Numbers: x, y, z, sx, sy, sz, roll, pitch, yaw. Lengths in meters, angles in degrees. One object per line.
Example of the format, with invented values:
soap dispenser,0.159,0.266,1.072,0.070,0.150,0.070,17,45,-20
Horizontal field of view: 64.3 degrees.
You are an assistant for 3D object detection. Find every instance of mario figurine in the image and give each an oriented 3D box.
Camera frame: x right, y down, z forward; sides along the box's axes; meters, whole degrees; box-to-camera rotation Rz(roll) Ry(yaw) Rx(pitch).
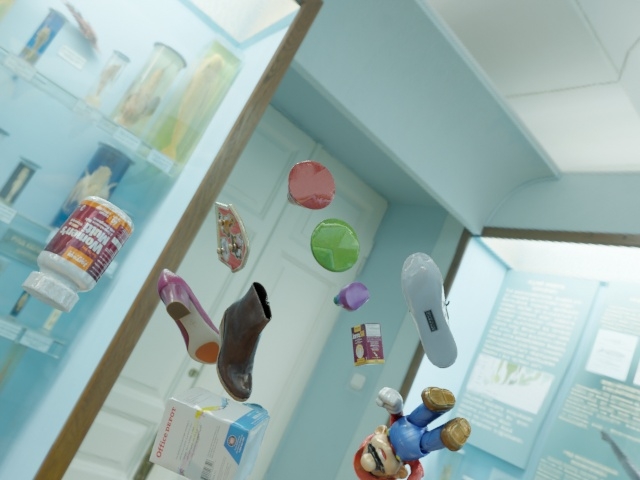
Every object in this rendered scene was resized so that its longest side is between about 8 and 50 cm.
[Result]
mario figurine,0.169,0.456,1.117,0.170,0.198,0.320,28,-53,-13

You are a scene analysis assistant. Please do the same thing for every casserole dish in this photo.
casserole dish,-0.265,0.654,1.834,0.114,0.037,0.188,26,-58,-14

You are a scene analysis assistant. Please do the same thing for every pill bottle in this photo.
pill bottle,-0.492,0.028,1.041,0.121,0.221,0.121,20,-28,11

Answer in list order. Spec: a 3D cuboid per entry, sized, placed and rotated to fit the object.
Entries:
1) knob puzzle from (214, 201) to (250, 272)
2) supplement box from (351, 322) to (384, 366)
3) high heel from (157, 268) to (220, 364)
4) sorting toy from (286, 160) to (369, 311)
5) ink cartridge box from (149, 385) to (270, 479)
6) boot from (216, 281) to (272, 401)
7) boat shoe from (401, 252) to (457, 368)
knob puzzle,-0.243,-0.002,1.358,0.030,0.213,0.213,-11,8,-33
supplement box,0.099,0.219,1.069,0.043,0.083,0.055,6,-22,-28
high heel,-0.423,0.259,1.704,0.181,0.127,0.377,-121,-168,-48
sorting toy,0.000,0.000,1.212,0.126,0.127,0.365,-25,-94,58
ink cartridge box,-0.285,0.513,1.332,0.232,0.171,0.168,18,-1,14
boot,-0.187,0.254,1.281,0.090,0.248,0.207,10,-43,-37
boat shoe,0.294,0.187,1.362,0.113,0.306,0.105,-20,-17,6
